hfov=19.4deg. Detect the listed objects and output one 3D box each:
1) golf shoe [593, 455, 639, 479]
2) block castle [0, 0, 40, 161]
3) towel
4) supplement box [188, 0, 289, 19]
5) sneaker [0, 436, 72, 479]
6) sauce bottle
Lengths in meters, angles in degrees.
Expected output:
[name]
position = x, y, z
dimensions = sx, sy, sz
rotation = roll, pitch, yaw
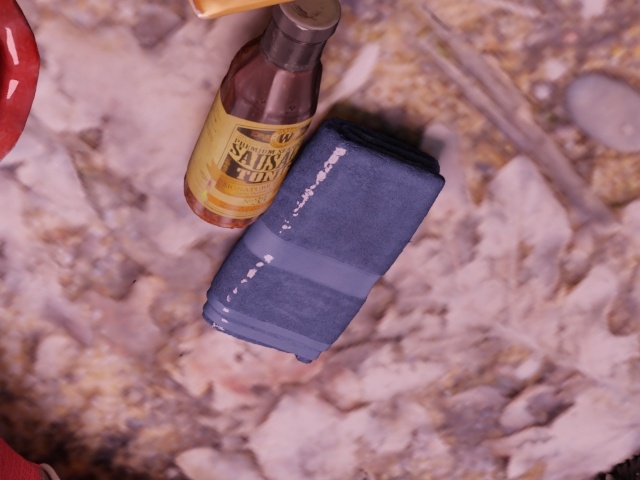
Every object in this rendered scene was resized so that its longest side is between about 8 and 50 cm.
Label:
[golf shoe]
position = 0.206, 0.144, 0.951
dimensions = 0.198, 0.077, 0.094
rotation = -31, 126, 16
[block castle]
position = -0.310, -0.142, 0.529
dimensions = 0.303, 0.213, 0.453
rotation = -33, 125, 1
[towel]
position = 0.000, 0.000, 0.839
dimensions = 0.067, 0.029, 0.119
rotation = 22, 122, -24
[supplement box]
position = 0.056, -0.146, 0.694
dimensions = 0.233, 0.078, 0.080
rotation = -10, 109, 0
[sneaker]
position = -0.106, 0.166, 0.916
dimensions = 0.136, 0.116, 0.314
rotation = -25, 134, -2
[sauce bottle]
position = -0.024, -0.055, 0.764
dimensions = 0.042, 0.042, 0.128
rotation = 7, 145, -14
